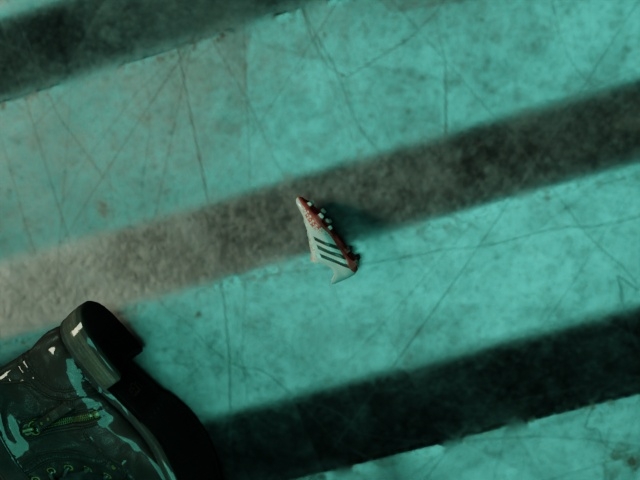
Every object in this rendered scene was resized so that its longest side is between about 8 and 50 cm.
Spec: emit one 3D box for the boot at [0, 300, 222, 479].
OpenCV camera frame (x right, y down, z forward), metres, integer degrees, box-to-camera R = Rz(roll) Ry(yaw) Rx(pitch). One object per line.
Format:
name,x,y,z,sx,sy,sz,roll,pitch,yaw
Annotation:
boot,-0.232,0.198,1.761,0.229,0.091,0.263,-33,90,21

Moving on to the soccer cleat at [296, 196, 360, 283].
soccer cleat,0.000,0.000,1.693,0.035,0.029,0.083,-37,97,12
